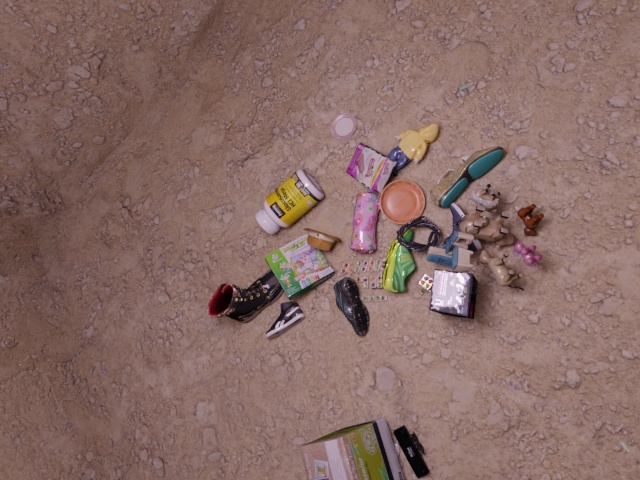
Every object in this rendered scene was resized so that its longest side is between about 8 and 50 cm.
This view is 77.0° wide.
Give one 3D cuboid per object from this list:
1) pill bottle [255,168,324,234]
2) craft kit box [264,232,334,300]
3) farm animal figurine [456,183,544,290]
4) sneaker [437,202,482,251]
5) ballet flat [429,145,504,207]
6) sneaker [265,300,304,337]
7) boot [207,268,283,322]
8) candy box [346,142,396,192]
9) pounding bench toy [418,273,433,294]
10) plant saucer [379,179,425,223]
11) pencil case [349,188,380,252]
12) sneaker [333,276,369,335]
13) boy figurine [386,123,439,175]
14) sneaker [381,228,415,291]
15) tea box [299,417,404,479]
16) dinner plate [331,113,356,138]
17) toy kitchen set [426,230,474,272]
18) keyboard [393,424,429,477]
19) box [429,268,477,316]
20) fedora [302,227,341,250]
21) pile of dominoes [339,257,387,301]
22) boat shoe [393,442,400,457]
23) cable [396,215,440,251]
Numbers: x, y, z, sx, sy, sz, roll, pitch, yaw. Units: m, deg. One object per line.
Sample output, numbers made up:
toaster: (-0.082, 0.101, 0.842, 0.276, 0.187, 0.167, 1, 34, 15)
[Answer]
pill bottle: (-0.160, -0.186, 2.007, 0.334, 0.188, 0.188, -40, 64, 13)
craft kit box: (-0.102, 0.121, 1.926, 0.250, 0.061, 0.247, -29, 62, -12)
farm animal figurine: (0.673, -0.009, 1.545, 0.326, 0.172, 0.330, 32, 70, 8)
sneaker: (0.548, -0.034, 1.682, 0.163, 0.086, 0.226, -26, 69, 16)
ballet flat: (0.605, -0.288, 1.704, 0.348, 0.123, 0.123, -44, 63, 11)
sneaker: (-0.188, 0.377, 1.960, 0.217, 0.079, 0.121, -33, 63, 7)
boot: (-0.346, 0.252, 1.942, 0.377, 0.284, 0.138, -43, 64, 12)
candy box: (0.227, -0.337, 1.852, 0.233, 0.071, 0.159, 46, 116, 50)
pounding bench toy: (0.442, 0.191, 1.693, 0.052, 0.065, 0.083, 37, 96, 28)
plant saucer: (0.364, -0.171, 1.801, 0.200, 0.037, 0.200, 0, 89, 7)
pencil case: (0.207, -0.083, 1.843, 0.124, 0.124, 0.284, 3, 78, 27)
sneaker: (0.138, 0.299, 1.807, 0.106, 0.101, 0.267, -25, 79, 45)
boy figurine: (0.413, -0.433, 1.838, 0.285, 0.092, 0.177, -42, 63, 11)
sneaker: (0.354, 0.088, 1.754, 0.123, 0.109, 0.296, 21, 76, -8)
tea box: (0.136, 0.891, 1.518, 0.220, 0.323, 0.329, -30, 67, 32)
dinner plate: (0.121, -0.582, 2.058, 0.141, 0.017, 0.141, -6, 76, 24)
toy kitchen set: (0.482, 0.072, 1.520, 0.122, 0.207, 0.166, 12, 57, 5)
keyboard: (0.375, 0.834, 1.604, 0.100, 0.038, 0.192, -47, 61, 36)
box: (0.516, 0.208, 1.549, 0.142, 0.247, 0.163, 5, 80, 26)
fedora: (0.000, 0.000, 1.892, 0.194, 0.194, 0.079, 18, 92, 28)
pile of dominoes: (0.193, 0.181, 1.833, 0.251, 0.040, 0.196, -6, 76, 25)
boat shoe: (0.296, 0.873, 1.624, 0.035, 0.035, 0.100, 13, 84, 28)
cable: (0.408, -0.018, 1.695, 0.184, 0.047, 0.151, -25, 66, -12)
